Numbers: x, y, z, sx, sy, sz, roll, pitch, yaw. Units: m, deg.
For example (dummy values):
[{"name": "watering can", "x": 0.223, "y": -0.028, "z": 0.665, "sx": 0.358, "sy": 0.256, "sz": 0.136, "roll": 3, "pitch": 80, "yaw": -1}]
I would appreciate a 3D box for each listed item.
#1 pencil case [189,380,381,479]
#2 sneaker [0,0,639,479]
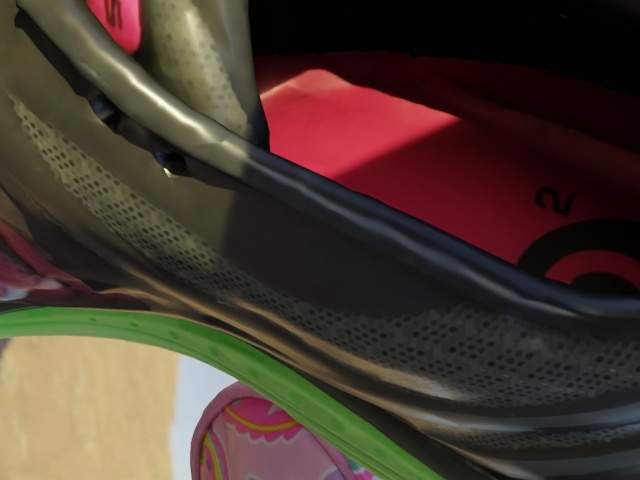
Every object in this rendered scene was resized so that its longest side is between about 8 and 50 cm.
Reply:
[{"name": "pencil case", "x": 0.071, "y": 0.076, "z": 0.742, "sx": 0.124, "sy": 0.284, "sz": 0.124, "roll": 22, "pitch": -57, "yaw": 38}, {"name": "sneaker", "x": -0.050, "y": -0.055, "z": 0.421, "sx": 0.202, "sy": 0.483, "sz": 0.185, "roll": 91, "pitch": 15, "yaw": -51}]
